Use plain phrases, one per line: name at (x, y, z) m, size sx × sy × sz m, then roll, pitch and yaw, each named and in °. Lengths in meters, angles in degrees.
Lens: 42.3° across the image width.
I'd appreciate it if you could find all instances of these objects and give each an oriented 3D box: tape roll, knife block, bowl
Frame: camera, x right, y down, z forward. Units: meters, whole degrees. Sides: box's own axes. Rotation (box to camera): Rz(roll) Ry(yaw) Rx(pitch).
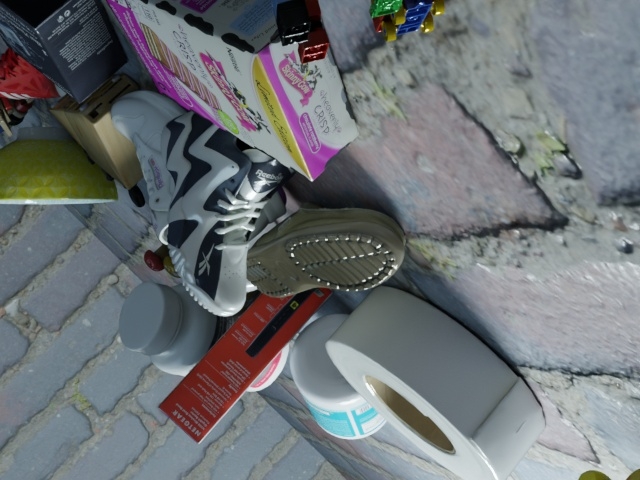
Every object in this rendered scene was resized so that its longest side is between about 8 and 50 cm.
tape roll at (0.143, 0.189, 1.061) m, size 0.286 × 0.100 × 0.286 m, roll 40°, pitch 164°, yaw 14°
knife block at (-0.300, -0.142, 1.302) m, size 0.242 × 0.088 × 0.276 m, roll 51°, pitch 162°, yaw -28°
bowl at (-0.580, -0.158, 1.756) m, size 0.289 × 0.290 × 0.156 m, roll 180°, pitch 89°, yaw -68°

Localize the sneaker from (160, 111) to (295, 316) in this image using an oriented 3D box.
sneaker at (-0.088, -0.041, 0.905) m, size 0.153 × 0.234 × 0.094 m, roll -14°, pitch 167°, yaw 39°

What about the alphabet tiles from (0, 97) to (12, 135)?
alphabet tiles at (-0.585, -0.349, 1.347) m, size 0.285 × 0.011 × 0.342 m, roll 107°, pitch 139°, yaw -72°

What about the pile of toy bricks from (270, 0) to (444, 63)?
pile of toy bricks at (0.024, -0.178, 0.436) m, size 0.212 × 0.118 × 0.105 m, roll 134°, pitch 121°, yaw -83°

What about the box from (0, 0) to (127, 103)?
box at (-0.348, -0.283, 1.046) m, size 0.156 × 0.093 × 0.158 m, roll 38°, pitch 164°, yaw 19°

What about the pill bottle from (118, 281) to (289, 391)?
pill bottle at (-0.225, 0.183, 1.605) m, size 0.176 × 0.176 × 0.319 m, roll 27°, pitch -178°, yaw 44°

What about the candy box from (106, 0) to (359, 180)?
candy box at (-0.086, -0.168, 0.748) m, size 0.233 × 0.071 × 0.159 m, roll 31°, pitch 160°, yaw 34°

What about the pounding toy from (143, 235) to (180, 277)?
pounding toy at (-0.272, 0.044, 1.670) m, size 0.237 × 0.110 × 0.183 m, roll 45°, pitch 164°, yaw -4°

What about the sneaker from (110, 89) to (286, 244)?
sneaker at (-0.190, -0.088, 1.060) m, size 0.305 × 0.152 × 0.114 m, roll 36°, pitch 165°, yaw 29°

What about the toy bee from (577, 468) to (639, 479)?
toy bee at (0.341, 0.292, 0.819) m, size 0.195 × 0.162 × 0.298 m, roll 26°, pitch -177°, yaw 25°

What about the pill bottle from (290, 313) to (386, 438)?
pill bottle at (0.042, 0.230, 1.325) m, size 0.146 × 0.146 × 0.264 m, roll 36°, pitch 162°, yaw 24°

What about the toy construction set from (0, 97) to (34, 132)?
toy construction set at (-0.752, -0.333, 1.730) m, size 0.309 × 0.257 × 0.237 m, roll -20°, pitch 105°, yaw 50°

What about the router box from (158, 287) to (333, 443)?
router box at (-0.130, 0.192, 1.362) m, size 0.082 × 0.301 × 0.335 m, roll 42°, pitch 164°, yaw 2°

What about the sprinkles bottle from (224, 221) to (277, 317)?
sprinkles bottle at (-0.139, 0.044, 1.329) m, size 0.121 × 0.121 × 0.355 m, roll 43°, pitch 164°, yaw 1°

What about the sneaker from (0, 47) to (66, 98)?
sneaker at (-0.461, -0.269, 1.254) m, size 0.221 × 0.128 × 0.087 m, roll 88°, pitch 169°, yaw -67°

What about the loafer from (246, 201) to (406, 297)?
loafer at (0.000, 0.000, 0.949) m, size 0.102 × 0.092 × 0.269 m, roll 45°, pitch 149°, yaw -25°
